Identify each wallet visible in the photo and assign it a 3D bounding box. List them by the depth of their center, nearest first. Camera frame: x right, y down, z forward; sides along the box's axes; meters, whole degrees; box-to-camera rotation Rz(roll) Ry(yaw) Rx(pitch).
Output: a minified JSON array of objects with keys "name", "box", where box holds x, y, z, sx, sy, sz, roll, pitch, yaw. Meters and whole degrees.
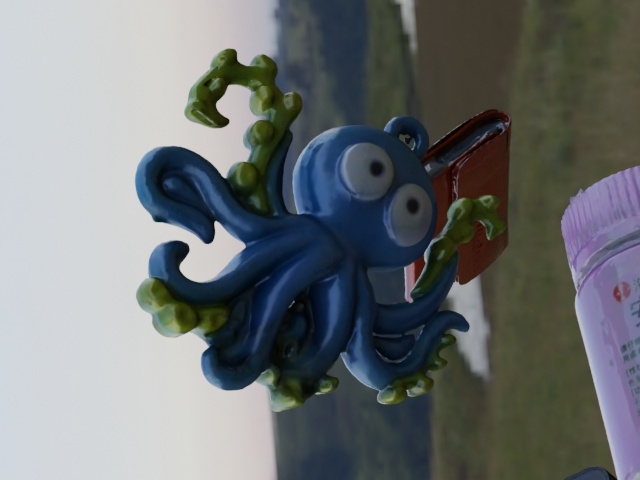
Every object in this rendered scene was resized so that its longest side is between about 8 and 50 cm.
[{"name":"wallet","box":[0.143,-0.029,1.736,0.045,0.142,0.204,42,156,31]}]

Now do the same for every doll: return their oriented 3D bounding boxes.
[{"name":"doll","box":[0.000,0.000,1.476,0.099,0.346,0.341,-29,23,55]}]

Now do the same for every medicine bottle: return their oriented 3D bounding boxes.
[{"name":"medicine bottle","box":[0.331,0.090,1.524,0.178,0.178,0.290,87,176,-58]}]

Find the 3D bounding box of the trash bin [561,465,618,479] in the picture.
[{"name":"trash bin","box":[0.211,0.283,1.220,0.225,0.165,0.115,45,-154,-29]}]
